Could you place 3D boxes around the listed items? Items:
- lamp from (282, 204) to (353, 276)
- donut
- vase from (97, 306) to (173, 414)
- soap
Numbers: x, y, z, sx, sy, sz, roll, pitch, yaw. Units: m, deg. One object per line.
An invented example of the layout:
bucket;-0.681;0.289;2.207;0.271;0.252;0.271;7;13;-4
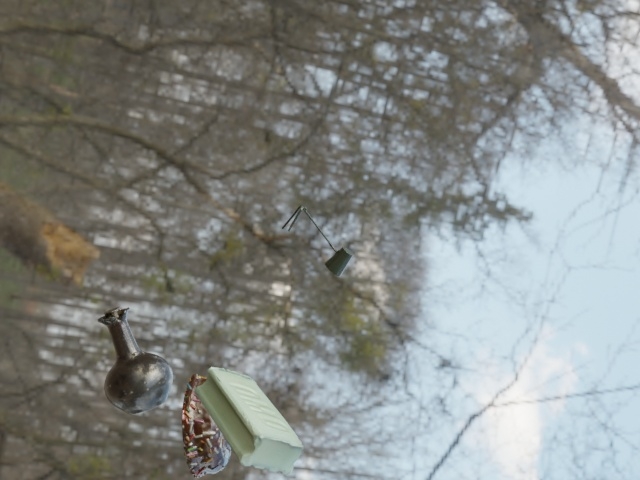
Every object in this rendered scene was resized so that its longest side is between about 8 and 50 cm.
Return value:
lamp;0.001;0.000;1.655;0.054;0.121;0.041;-49;-164;14
donut;-0.249;0.414;2.374;0.235;0.089;0.235;-1;90;-87
vase;-0.328;0.203;1.841;0.120;0.120;0.182;-4;-74;70
soap;-0.117;0.297;1.769;0.063;0.115;0.198;-57;-137;11
